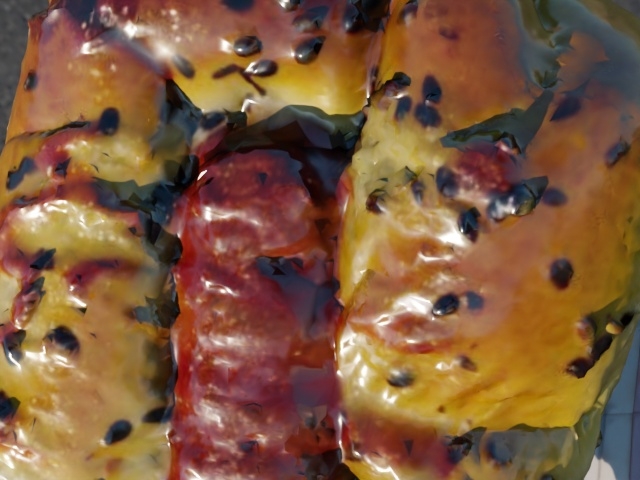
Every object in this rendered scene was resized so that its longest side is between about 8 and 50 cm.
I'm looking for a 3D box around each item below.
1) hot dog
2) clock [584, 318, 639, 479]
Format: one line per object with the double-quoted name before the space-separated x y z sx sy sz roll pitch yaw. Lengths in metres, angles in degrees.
"hot dog" 0.000 0.000 0.847 0.367 0.196 0.365 20 91 7
"clock" 0.343 0.108 0.922 0.309 0.235 0.166 -10 68 54
